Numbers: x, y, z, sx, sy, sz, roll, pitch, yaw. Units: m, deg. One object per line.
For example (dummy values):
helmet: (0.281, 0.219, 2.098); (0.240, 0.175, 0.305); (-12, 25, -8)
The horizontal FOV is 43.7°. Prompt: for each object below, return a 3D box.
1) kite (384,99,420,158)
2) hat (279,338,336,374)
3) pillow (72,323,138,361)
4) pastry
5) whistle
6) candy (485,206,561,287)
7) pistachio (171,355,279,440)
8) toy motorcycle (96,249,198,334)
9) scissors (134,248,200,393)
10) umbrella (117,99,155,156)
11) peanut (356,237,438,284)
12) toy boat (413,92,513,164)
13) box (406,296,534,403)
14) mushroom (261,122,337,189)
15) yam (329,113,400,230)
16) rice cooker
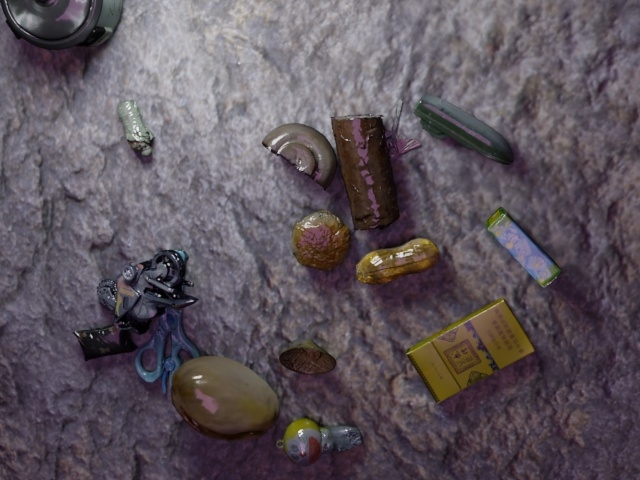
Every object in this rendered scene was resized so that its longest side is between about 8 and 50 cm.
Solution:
kite: (0.176, -0.256, 1.894); (0.137, 0.005, 0.153); (23, 104, 2)
hat: (-0.029, 0.277, 2.014); (0.145, 0.067, 0.146); (5, 145, 4)
pillow: (-0.562, 0.264, 2.082); (0.150, 0.048, 0.091); (-11, 97, 7)
pastry: (0.001, 0.003, 1.935); (0.153, 0.081, 0.153); (1, 98, 6)
whistle: (-0.002, 0.516, 2.038); (0.223, 0.123, 0.123); (-2, 103, -7)
candy: (0.473, 0.014, 1.868); (0.194, 0.097, 0.062); (45, 103, -3)
pistachio: (-0.245, 0.400, 2.019); (0.288, 0.197, 0.166); (24, 148, -16)
toy motorcycle: (-0.438, 0.138, 1.992); (0.307, 0.108, 0.173); (-24, 86, 31)
scissors: (-0.381, 0.214, 2.056); (0.180, 0.032, 0.393); (10, 103, 4)
umbrella: (-0.450, -0.272, 1.948); (0.067, 0.062, 0.144); (-27, 98, -19)
peanut: (0.184, 0.051, 1.922); (0.206, 0.087, 0.087); (-18, 100, 8)
toy boat: (0.332, -0.246, 1.843); (0.260, 0.078, 0.085); (30, 128, 1)
box: (0.368, 0.271, 1.970); (0.279, 0.041, 0.153); (-31, 98, 12)
mushroom: (-0.040, -0.210, 1.870); (0.188, 0.141, 0.117); (31, 82, -3)
yam: (0.110, -0.164, 1.864); (0.131, 0.131, 0.280); (-10, 102, 9)
rice cooker: (-0.584, -0.555, 1.812); (0.280, 0.227, 0.241); (-30, 97, 12)
